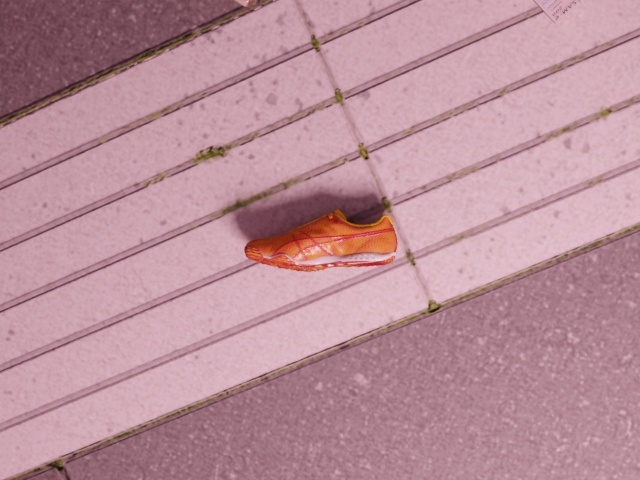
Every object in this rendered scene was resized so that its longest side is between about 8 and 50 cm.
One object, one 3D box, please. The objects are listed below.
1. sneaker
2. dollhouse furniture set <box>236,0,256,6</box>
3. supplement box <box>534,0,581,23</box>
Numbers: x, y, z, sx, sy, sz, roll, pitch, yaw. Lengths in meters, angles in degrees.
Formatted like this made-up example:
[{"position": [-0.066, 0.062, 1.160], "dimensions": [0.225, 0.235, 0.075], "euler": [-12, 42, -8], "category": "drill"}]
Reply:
[{"position": [0.000, 0.000, 1.688], "dimensions": [0.175, 0.064, 0.067], "euler": [-4, 81, 3], "category": "sneaker"}, {"position": [-0.107, -0.377, 1.445], "dimensions": [0.362, 0.394, 0.256], "euler": [32, 104, 0], "category": "dollhouse furniture set"}, {"position": [0.233, -0.280, 1.590], "dimensions": [0.036, 0.062, 0.098], "euler": [-43, 94, 12], "category": "supplement box"}]
